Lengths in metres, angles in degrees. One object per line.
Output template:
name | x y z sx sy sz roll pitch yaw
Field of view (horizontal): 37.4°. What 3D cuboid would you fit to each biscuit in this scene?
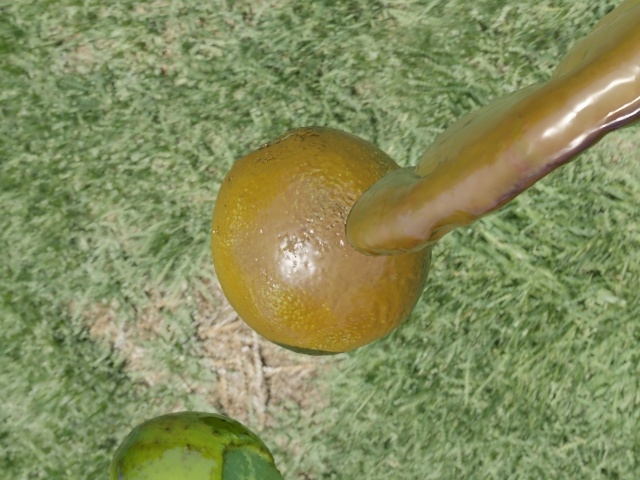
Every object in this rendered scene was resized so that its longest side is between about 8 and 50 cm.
biscuit | 0.120 -0.068 0.500 0.299 0.154 0.045 -35 97 29

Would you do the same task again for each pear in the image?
pear | -0.118 0.289 0.971 0.255 0.164 0.238 43 134 -16

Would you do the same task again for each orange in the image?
orange | 0.000 0.000 1.129 0.274 0.274 0.274 10 114 24
